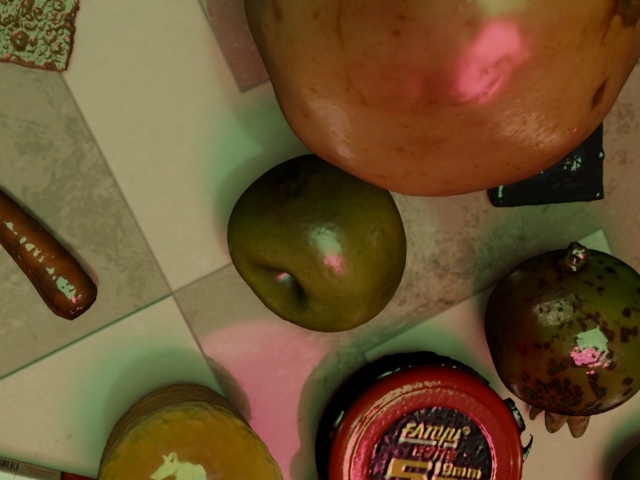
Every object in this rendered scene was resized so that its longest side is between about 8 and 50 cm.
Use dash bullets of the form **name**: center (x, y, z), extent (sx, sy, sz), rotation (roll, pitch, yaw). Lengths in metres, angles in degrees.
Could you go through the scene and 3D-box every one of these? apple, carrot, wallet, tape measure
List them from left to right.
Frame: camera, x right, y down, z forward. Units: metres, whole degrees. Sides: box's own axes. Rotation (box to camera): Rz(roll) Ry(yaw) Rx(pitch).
- **carrot**: center (-0.300, 0.013, 0.961), extent (0.055, 0.055, 0.161), rotation (-40, 96, -4)
- **apple**: center (0.000, 0.000, 0.955), extent (0.157, 0.196, 0.196), rotation (-44, 105, -28)
- **tape measure**: center (0.117, 0.258, 1.051), extent (0.253, 0.114, 0.261), rotation (10, 92, -13)
- **wallet**: center (0.264, -0.181, 1.065), extent (0.145, 0.030, 0.286), rotation (-4, 99, -8)

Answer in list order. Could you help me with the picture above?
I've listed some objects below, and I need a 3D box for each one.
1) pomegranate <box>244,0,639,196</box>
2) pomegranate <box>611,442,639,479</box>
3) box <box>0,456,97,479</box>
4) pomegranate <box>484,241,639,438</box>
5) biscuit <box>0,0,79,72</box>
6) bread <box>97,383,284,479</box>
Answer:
- **pomegranate**: center (0.110, -0.235, 0.858), extent (0.411, 0.411, 0.412), rotation (-2, 98, -12)
- **pomegranate**: center (0.447, 0.324, 1.116), extent (0.179, 0.210, 0.179), rotation (-4, 74, 13)
- **box**: center (-0.324, 0.298, 0.996), extent (0.152, 0.048, 0.100), rotation (18, 96, -16)
- **pomegranate**: center (0.276, 0.114, 1.043), extent (0.198, 0.246, 0.198), rotation (5, 58, -9)
- **biscuit**: center (-0.305, -0.299, 0.928), extent (0.131, 0.026, 0.237), rotation (9, 95, -15)
- **bread**: center (-0.142, 0.256, 0.964), extent (0.197, 0.170, 0.197), rotation (-2, 100, -13)
